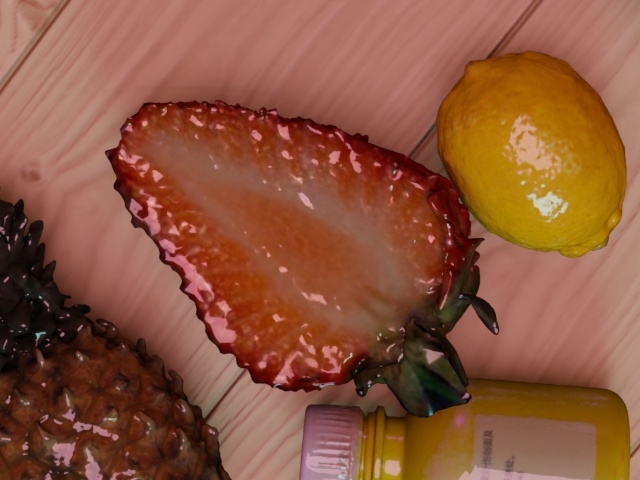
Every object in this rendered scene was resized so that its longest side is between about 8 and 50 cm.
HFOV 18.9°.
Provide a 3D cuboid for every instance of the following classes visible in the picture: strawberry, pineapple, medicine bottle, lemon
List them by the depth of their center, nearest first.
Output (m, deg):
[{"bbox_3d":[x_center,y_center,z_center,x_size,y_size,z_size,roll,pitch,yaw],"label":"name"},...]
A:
[{"bbox_3d":[0.140,-0.054,1.255,0.114,0.114,0.155,-31,106,7],"label":"lemon"},{"bbox_3d":[0.000,0.000,1.270,0.286,0.106,0.188,38,111,8],"label":"strawberry"},{"bbox_3d":[-0.177,0.082,1.276,0.158,0.158,0.278,-28,95,7],"label":"pineapple"},{"bbox_3d":[0.093,0.152,1.292,0.213,0.122,0.121,4,101,1],"label":"medicine bottle"}]
